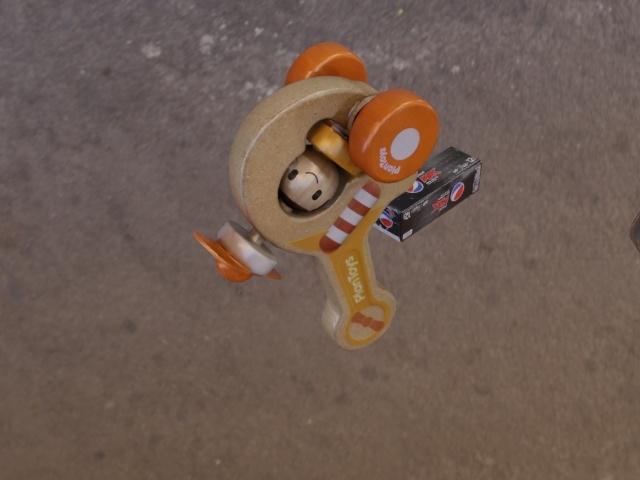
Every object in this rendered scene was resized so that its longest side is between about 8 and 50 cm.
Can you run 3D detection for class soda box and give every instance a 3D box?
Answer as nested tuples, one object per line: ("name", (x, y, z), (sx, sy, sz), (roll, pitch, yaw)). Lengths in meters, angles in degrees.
("soda box", (0.146, -0.065, 1.396), (0.060, 0.169, 0.053), (32, 138, 35))

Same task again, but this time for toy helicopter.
("toy helicopter", (0.000, 0.000, 1.000), (0.140, 0.235, 0.355), (42, 160, 40))

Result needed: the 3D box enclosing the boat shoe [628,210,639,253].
("boat shoe", (0.567, 0.067, 1.417), (0.324, 0.120, 0.122), (36, 83, 0))
